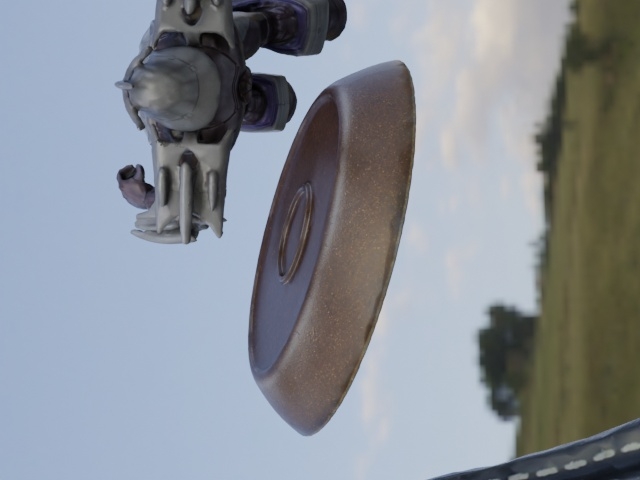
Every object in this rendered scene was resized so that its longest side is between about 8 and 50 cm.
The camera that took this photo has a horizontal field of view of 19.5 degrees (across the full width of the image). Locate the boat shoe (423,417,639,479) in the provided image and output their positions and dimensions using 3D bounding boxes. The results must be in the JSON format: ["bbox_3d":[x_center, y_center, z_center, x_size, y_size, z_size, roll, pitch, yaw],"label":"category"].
[{"bbox_3d":[0.241,0.062,0.607,0.187,0.500,0.156,52,-153,-54],"label":"boat shoe"}]

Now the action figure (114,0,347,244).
[{"bbox_3d":[-0.066,-0.093,1.065,0.285,0.099,0.185,-36,-40,-76],"label":"action figure"}]

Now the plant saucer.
[{"bbox_3d":[0.000,0.000,0.810,0.168,0.029,0.168,-166,90,-77],"label":"plant saucer"}]
